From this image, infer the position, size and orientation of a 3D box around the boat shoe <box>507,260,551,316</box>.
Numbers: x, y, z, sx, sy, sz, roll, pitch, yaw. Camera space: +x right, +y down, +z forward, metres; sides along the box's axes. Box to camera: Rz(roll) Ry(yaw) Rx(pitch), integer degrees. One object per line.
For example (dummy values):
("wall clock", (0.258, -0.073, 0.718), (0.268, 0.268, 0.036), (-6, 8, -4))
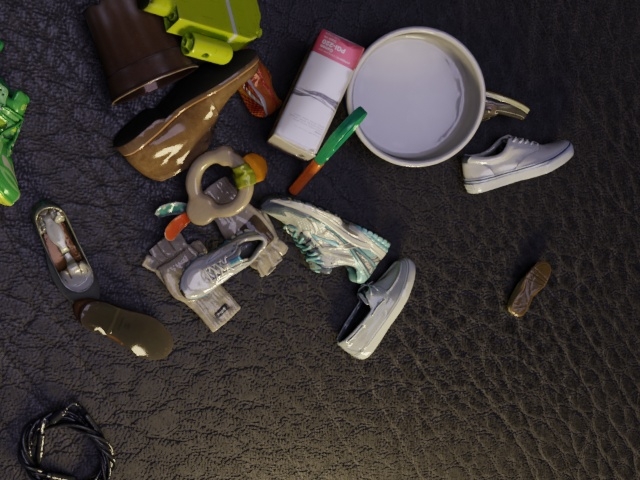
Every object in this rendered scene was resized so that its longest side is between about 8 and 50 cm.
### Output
("boat shoe", (0.445, 0.100, 2.087), (0.050, 0.045, 0.135), (38, 86, -13))

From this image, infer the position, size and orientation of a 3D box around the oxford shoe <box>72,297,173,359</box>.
("oxford shoe", (-0.359, 0.154, 1.772), (0.212, 0.076, 0.076), (35, 81, -37))

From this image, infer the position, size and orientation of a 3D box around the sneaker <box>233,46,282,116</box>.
("sneaker", (-0.133, -0.316, 1.816), (0.067, 0.064, 0.175), (-39, 110, -40))

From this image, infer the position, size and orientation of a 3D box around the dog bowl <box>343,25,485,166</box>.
("dog bowl", (0.178, -0.278, 1.872), (0.265, 0.104, 0.265), (-1, 100, -5))

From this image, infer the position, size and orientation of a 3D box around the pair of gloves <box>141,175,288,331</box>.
("pair of gloves", (-0.193, 0.024, 1.829), (0.204, 0.042, 0.240), (44, 73, -14))

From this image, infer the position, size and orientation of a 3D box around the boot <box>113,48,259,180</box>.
("boot", (-0.222, -0.229, 1.757), (0.305, 0.112, 0.115), (-38, 121, 1))

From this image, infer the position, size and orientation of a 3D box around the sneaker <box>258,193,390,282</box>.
("sneaker", (0.000, 0.000, 1.870), (0.283, 0.110, 0.122), (25, 90, -22))

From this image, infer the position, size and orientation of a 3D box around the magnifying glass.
("magnifying glass", (0.011, -0.166, 1.816), (0.026, 0.231, 0.092), (42, 36, 3))

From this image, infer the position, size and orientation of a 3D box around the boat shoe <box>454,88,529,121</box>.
("boat shoe", (0.318, -0.277, 1.981), (0.223, 0.080, 0.073), (15, 97, -16))

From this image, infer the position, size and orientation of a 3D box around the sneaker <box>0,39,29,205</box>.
("sneaker", (-0.548, -0.203, 1.631), (0.123, 0.109, 0.295), (-13, 101, -15))

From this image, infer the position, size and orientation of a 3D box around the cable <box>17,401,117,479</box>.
("cable", (-0.460, 0.397, 1.768), (0.150, 0.047, 0.184), (-34, 107, -14))

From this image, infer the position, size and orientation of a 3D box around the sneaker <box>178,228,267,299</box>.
("sneaker", (-0.176, 0.039, 1.769), (0.190, 0.083, 0.071), (-39, 103, -18))

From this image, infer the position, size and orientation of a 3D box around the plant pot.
("plant pot", (-0.321, -0.344, 1.685), (0.167, 0.167, 0.165), (-26, 96, -17))

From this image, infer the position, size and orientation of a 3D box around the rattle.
("rattle", (-0.203, -0.089, 1.796), (0.130, 0.143, 0.200), (38, 107, -15))

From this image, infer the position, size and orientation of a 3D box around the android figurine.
("android figurine", (-0.209, -0.425, 1.703), (0.273, 0.056, 0.248), (5, 62, -47))

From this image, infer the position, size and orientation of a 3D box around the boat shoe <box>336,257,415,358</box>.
("boat shoe", (0.109, 0.127, 1.941), (0.081, 0.079, 0.227), (31, 88, -26))

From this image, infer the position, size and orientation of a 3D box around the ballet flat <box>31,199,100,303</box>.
("ballet flat", (-0.453, 0.030, 1.717), (0.072, 0.068, 0.213), (-27, 105, -16))

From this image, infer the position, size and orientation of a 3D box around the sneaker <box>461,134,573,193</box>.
("sneaker", (0.413, -0.177, 2.016), (0.258, 0.094, 0.091), (-20, 107, -17))

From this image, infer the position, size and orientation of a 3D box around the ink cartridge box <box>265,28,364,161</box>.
("ink cartridge box", (-0.014, -0.266, 1.801), (0.092, 0.158, 0.218), (23, 87, -8))
